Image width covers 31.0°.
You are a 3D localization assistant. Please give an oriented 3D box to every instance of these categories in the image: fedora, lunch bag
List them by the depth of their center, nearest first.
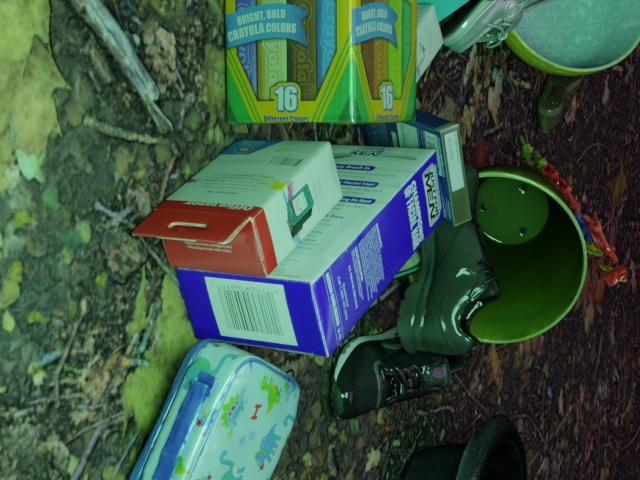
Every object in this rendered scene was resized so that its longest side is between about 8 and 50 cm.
[{"bbox_3d":[-0.119,0.228,1.300,0.176,0.090,0.219,38,72,-58],"label":"lunch bag"},{"bbox_3d":[0.223,0.426,1.880,0.334,0.153,0.334,-22,115,-60],"label":"fedora"}]

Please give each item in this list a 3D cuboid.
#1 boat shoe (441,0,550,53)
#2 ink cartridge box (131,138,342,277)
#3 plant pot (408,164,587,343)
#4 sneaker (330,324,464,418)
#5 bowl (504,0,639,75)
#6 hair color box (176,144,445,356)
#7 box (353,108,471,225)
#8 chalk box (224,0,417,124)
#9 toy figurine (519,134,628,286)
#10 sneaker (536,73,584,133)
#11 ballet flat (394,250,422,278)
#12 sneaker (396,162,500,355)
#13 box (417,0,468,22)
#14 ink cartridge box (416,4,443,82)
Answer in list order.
[{"bbox_3d":[0.327,-0.393,1.902,0.320,0.118,0.103,-39,98,-29],"label":"boat shoe"},{"bbox_3d":[-0.089,-0.030,1.292,0.231,0.134,0.078,-47,133,-46],"label":"ink cartridge box"},{"bbox_3d":[0.296,-0.016,1.879,0.293,0.275,0.274,-55,141,-67],"label":"plant pot"},{"bbox_3d":[0.122,0.188,1.699,0.283,0.124,0.107,-25,115,-56],"label":"sneaker"},{"bbox_3d":[0.423,-0.415,2.073,0.156,0.290,0.289,143,-39,-72],"label":"bowl"},{"bbox_3d":[0.000,0.000,1.402,0.339,0.185,0.110,-47,133,-46],"label":"hair color box"},{"bbox_3d":[0.119,-0.116,1.567,0.036,0.225,0.136,-24,118,-24],"label":"box"},{"bbox_3d":[0.004,-0.285,1.372,0.180,0.179,0.288,-15,107,-59],"label":"chalk box"},{"bbox_3d":[0.373,-0.008,2.108,0.191,0.217,0.362,55,4,-36],"label":"toy figurine"},{"bbox_3d":[0.481,-0.291,2.335,0.188,0.066,0.071,-50,152,-38],"label":"sneaker"},{"bbox_3d":[0.065,0.036,1.642,0.248,0.086,0.086,-21,112,-59],"label":"ballet flat"},{"bbox_3d":[0.204,0.032,1.659,0.109,0.130,0.286,16,84,-60],"label":"sneaker"},{"bbox_3d":[0.187,-0.363,1.620,0.060,0.244,0.100,50,44,-10],"label":"box"},{"bbox_3d":[0.075,-0.242,1.567,0.198,0.115,0.067,-55,139,-39],"label":"ink cartridge box"}]
